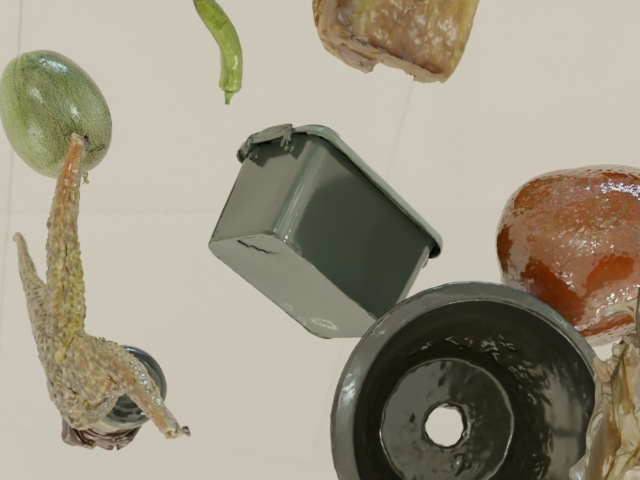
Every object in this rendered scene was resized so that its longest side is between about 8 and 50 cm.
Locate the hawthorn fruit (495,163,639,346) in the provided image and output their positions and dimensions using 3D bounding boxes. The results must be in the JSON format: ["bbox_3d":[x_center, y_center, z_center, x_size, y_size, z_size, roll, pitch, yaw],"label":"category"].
[{"bbox_3d":[0.301,0.004,1.209,0.251,0.199,0.199,-17,135,24],"label":"hawthorn fruit"}]

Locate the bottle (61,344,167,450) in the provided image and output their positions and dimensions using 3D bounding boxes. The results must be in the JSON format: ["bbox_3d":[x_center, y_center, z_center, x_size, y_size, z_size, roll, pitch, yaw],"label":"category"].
[{"bbox_3d":[-0.348,0.269,1.958,0.156,0.143,0.271,-29,175,-31],"label":"bottle"}]

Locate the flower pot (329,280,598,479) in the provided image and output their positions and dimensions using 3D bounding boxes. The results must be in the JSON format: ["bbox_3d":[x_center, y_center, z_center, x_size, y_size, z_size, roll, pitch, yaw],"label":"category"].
[{"bbox_3d":[0.132,0.179,1.159,0.268,0.166,0.269,1,83,-7],"label":"flower pot"}]

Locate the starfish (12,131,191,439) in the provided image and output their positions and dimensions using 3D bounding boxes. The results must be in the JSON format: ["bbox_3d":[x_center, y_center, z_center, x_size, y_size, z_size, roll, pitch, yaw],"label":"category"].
[{"bbox_3d":[-0.270,0.101,1.422,0.132,0.384,0.398,-10,160,-17],"label":"starfish"}]

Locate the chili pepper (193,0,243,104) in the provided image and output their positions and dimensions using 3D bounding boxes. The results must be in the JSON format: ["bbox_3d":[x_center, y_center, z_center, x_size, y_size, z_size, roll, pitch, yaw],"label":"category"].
[{"bbox_3d":[-0.144,-0.294,1.726,0.048,0.043,0.208,-9,123,12],"label":"chili pepper"}]

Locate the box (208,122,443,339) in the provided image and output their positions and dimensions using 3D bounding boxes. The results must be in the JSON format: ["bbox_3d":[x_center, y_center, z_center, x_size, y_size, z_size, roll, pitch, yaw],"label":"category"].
[{"bbox_3d":[0.000,0.000,1.313,0.243,0.163,0.135,43,60,-31],"label":"box"}]

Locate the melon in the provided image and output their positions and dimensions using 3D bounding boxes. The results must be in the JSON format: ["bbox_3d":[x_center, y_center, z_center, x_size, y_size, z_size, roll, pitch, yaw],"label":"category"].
[{"bbox_3d":[-0.348,-0.160,1.599,0.139,0.139,0.192,-24,106,-2],"label":"melon"}]

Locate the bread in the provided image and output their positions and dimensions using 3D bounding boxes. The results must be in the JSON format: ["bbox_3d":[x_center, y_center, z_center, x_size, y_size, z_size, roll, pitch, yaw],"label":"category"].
[{"bbox_3d":[0.113,-0.364,1.446,0.195,0.149,0.344,21,90,-22],"label":"bread"}]

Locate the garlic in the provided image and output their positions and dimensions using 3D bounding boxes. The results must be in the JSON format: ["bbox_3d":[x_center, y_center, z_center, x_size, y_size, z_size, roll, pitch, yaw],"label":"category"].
[{"bbox_3d":[0.288,0.129,0.940,0.142,0.178,0.230,11,119,2],"label":"garlic"}]
